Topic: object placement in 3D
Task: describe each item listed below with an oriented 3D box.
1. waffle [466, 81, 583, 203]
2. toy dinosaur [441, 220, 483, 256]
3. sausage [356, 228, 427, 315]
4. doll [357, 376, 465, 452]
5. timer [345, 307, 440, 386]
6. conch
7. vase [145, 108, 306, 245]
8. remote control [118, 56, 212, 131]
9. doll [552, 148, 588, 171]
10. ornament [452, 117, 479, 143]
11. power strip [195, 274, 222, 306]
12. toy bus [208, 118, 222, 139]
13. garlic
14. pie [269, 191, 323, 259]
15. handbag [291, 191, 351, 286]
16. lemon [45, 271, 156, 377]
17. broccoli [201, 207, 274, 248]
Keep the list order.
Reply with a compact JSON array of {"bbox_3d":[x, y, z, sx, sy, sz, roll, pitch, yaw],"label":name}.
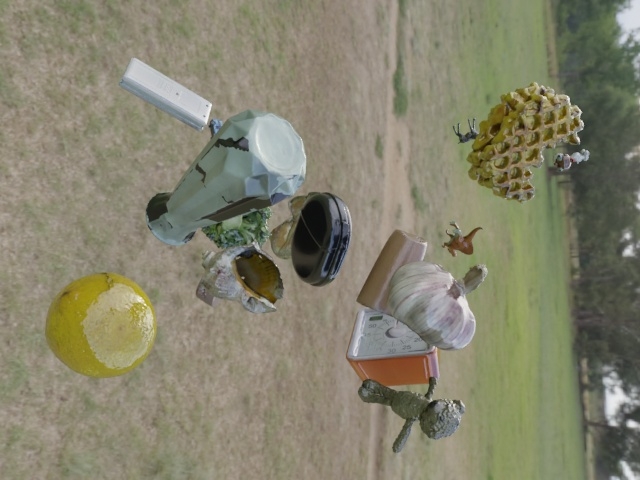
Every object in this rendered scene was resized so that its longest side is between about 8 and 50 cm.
[{"bbox_3d":[0.558,-0.268,1.623,0.261,0.151,0.324,29,100,-40],"label":"waffle"},{"bbox_3d":[0.494,0.010,2.066,0.057,0.212,0.142,-36,114,-20],"label":"toy dinosaur"},{"bbox_3d":[0.208,0.086,1.677,0.252,0.123,0.123,-64,153,-4],"label":"sausage"},{"bbox_3d":[0.228,0.409,1.503,0.286,0.203,0.091,45,-22,63],"label":"doll"},{"bbox_3d":[0.226,0.290,1.749,0.250,0.257,0.161,-79,154,-45],"label":"timer"},{"bbox_3d":[-0.194,0.092,1.524,0.245,0.178,0.163,42,36,-9],"label":"conch"},{"bbox_3d":[-0.183,-0.095,1.066,0.165,0.360,0.165,19,60,-37],"label":"vase"},{"bbox_3d":[-0.474,-0.447,1.832,0.277,0.055,0.103,28,45,-26],"label":"remote control"},{"bbox_3d":[0.592,-0.191,1.405,0.058,0.085,0.040,-80,166,-62],"label":"doll"},{"bbox_3d":[0.451,-0.300,1.783,0.125,0.073,0.028,70,19,3],"label":"ornament"},{"bbox_3d":[-0.362,0.153,2.058,0.154,0.078,0.154,-58,172,-12],"label":"power strip"},{"bbox_3d":[-0.371,-0.391,2.121,0.046,0.038,0.083,-5,80,-31],"label":"toy bus"},{"bbox_3d":[0.304,0.131,1.431,0.245,0.253,0.245,31,32,-22],"label":"garlic"},{"bbox_3d":[-0.077,-0.063,2.436,0.075,0.338,0.337,37,51,-37],"label":"pie"},{"bbox_3d":[-0.001,0.000,1.871,0.254,0.093,0.308,57,-45,49],"label":"handbag"},{"bbox_3d":[-0.567,0.221,1.549,0.293,0.293,0.293,-3,90,-68],"label":"lemon"},{"bbox_3d":[-0.283,-0.100,1.933,0.260,0.288,0.235,141,-33,-62],"label":"broccoli"}]
